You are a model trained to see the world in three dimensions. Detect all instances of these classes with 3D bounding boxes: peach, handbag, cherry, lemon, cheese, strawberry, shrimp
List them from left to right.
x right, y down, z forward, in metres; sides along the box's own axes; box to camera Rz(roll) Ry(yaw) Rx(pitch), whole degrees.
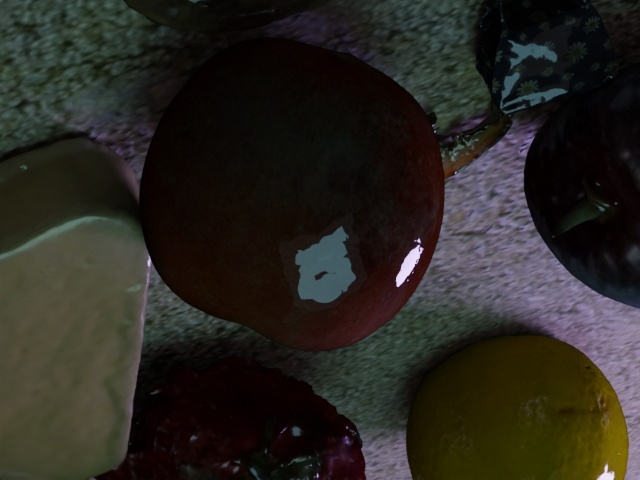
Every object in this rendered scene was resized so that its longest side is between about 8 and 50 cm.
[{"bbox_3d":[-0.275,0.060,1.621,0.384,0.104,0.384,-9,138,-9],"label":"cheese"},{"bbox_3d":[-0.100,0.243,1.870,0.274,0.220,0.274,-1,96,-13],"label":"strawberry"},{"bbox_3d":[-0.020,-0.042,1.487,0.252,0.252,0.252,-11,143,-9],"label":"peach"},{"bbox_3d":[0.101,-0.115,1.622,0.148,0.035,0.195,-28,146,15],"label":"shrimp"},{"bbox_3d":[0.215,0.237,1.974,0.240,0.219,0.240,-8,144,-6],"label":"lemon"},{"bbox_3d":[0.184,-0.190,1.547,0.115,0.072,0.139,-17,130,-3],"label":"handbag"},{"bbox_3d":[0.314,-0.054,1.631,0.296,0.218,0.255,-10,162,-31],"label":"cherry"}]

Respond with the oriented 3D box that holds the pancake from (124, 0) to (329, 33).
[{"bbox_3d":[-0.056,-0.235,1.410,0.235,0.029,0.212,-20,145,6],"label":"pancake"}]
